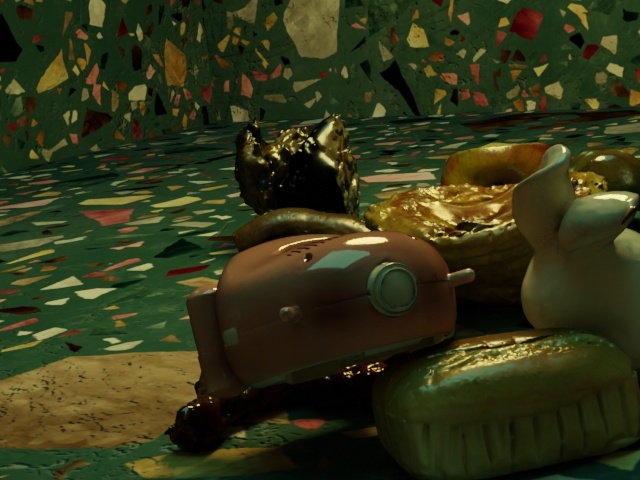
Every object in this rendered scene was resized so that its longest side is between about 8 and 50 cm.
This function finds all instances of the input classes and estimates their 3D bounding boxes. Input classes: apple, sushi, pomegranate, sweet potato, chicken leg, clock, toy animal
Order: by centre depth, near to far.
[{"bbox_3d":[0.013,0.052,1.191,0.227,0.142,0.241,-11,-6,-26],"label":"clock"},{"bbox_3d":[0.326,0.040,1.267,0.310,0.247,0.183,5,25,-16],"label":"toy animal"},{"bbox_3d":[-0.025,0.140,1.341,0.322,0.083,0.177,-7,29,-21],"label":"chicken leg"},{"bbox_3d":[0.001,0.005,2.010,0.285,0.085,0.112,9,50,17],"label":"sweet potato"},{"bbox_3d":[0.486,-0.077,2.056,0.191,0.131,0.152,16,5,-2],"label":"pomegranate"},{"bbox_3d":[0.293,-0.088,2.078,0.195,0.160,0.173,-3,15,5],"label":"apple"},{"bbox_3d":[-0.045,-0.097,2.166,0.218,0.238,0.225,2,24,10],"label":"sushi"}]

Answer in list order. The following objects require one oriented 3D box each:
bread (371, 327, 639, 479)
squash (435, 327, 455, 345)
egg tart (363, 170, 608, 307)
[{"bbox_3d":[0.167,0.141,1.147,0.236,0.106,0.140,-8,9,-13],"label":"bread"},{"bbox_3d":[0.074,0.074,1.518,0.170,0.123,0.170,-6,5,1],"label":"squash"},{"bbox_3d":[0.222,-0.002,1.680,0.339,0.153,0.351,-5,8,5],"label":"egg tart"}]
